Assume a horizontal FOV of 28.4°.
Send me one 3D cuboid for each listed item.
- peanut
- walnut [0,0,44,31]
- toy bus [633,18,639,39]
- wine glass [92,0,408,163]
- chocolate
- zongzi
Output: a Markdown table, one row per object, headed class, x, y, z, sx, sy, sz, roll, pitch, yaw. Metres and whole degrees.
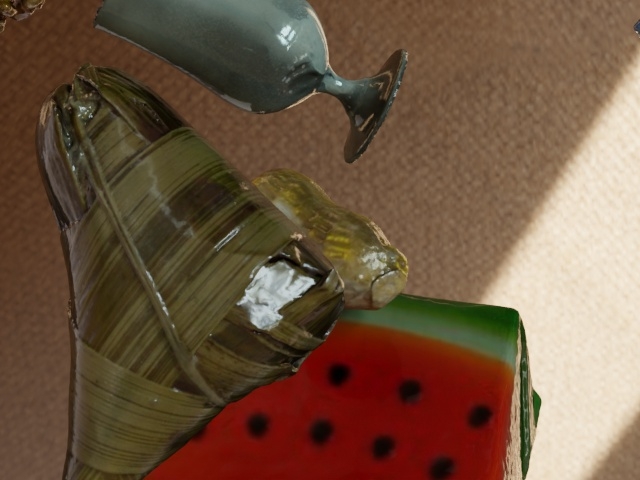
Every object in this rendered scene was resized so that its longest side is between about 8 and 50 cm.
| class | x | y | z | sx | sy | sz | roll | pitch | yaw |
| --- | --- | --- | --- | --- | --- | --- | --- | --- | --- |
| peanut | 0.000 | 0.000 | 1.196 | 0.206 | 0.087 | 0.087 | 37 | 135 | 38 |
| walnut | -0.332 | -0.284 | 1.402 | 0.170 | 0.143 | 0.069 | -26 | 104 | 44 |
| toy bus | 0.462 | -0.275 | 1.373 | 0.234 | 0.133 | 0.116 | -50 | 63 | 9 |
| wine glass | -0.056 | -0.153 | 0.983 | 0.231 | 0.103 | 0.103 | 24 | 123 | -12 |
| chocolate | 0.019 | 0.195 | 1.176 | 0.360 | 0.341 | 0.161 | 7 | 131 | 9 |
| zongzi | -0.166 | 0.045 | 0.955 | 0.288 | 0.134 | 0.286 | -45 | 76 | -2 |
